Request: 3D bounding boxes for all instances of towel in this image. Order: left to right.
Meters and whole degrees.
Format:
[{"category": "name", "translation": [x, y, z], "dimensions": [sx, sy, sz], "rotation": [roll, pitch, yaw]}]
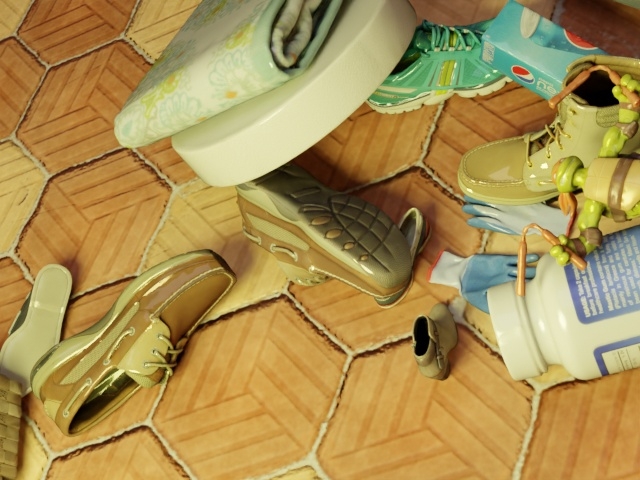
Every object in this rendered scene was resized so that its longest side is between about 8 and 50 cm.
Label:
[{"category": "towel", "translation": [-0.100, -0.296, 1.538], "dimensions": [0.320, 0.090, 0.374], "rotation": [-22, 30, 42]}]

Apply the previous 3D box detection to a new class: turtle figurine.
[{"category": "turtle figurine", "translation": [0.325, -0.044, 1.154], "dimensions": [0.217, 0.087, 0.270], "rotation": [17, 82, 37]}]

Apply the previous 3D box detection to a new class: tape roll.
[{"category": "tape roll", "translation": [-0.041, -0.233, 1.532], "dimensions": [0.392, 0.072, 0.392], "rotation": [-33, 26, 18]}]

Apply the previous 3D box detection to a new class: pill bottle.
[{"category": "pill bottle", "translation": [0.332, 0.067, 1.220], "dimensions": [0.272, 0.152, 0.152], "rotation": [-17, 54, 15]}]

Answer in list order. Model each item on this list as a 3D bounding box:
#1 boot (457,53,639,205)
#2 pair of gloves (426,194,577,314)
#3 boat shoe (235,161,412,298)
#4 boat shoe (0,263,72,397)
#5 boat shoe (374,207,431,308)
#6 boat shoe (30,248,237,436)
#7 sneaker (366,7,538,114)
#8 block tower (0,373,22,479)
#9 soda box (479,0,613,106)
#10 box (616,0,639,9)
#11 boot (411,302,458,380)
[{"category": "boot", "translation": [0.285, -0.131, 1.316], "dimensions": [0.261, 0.203, 0.095], "rotation": [-3, 63, 14]}, {"category": "pair of gloves", "translation": [0.232, 0.001, 1.391], "dimensions": [0.159, 0.023, 0.198], "rotation": [16, 69, 32]}, {"category": "boat shoe", "translation": [0.000, 0.000, 1.450], "dimensions": [0.123, 0.117, 0.324], "rotation": [-13, 33, -33]}, {"category": "boat shoe", "translation": [-0.418, 0.136, 1.606], "dimensions": [0.075, 0.065, 0.206], "rotation": [22, 73, -14]}, {"category": "boat shoe", "translation": [0.103, 0.022, 1.426], "dimensions": [0.049, 0.043, 0.137], "rotation": [18, 70, 31]}, {"category": "boat shoe", "translation": [-0.240, 0.147, 1.476], "dimensions": [0.324, 0.122, 0.120], "rotation": [-39, 57, 9]}, {"category": "sneaker", "translation": [0.177, -0.257, 1.524], "dimensions": [0.275, 0.110, 0.107], "rotation": [-19, 54, 13]}, {"category": "block tower", "translation": [-0.465, 0.330, 1.443], "dimensions": [0.090, 0.097, 0.336], "rotation": [-13, 65, 20]}, {"category": "soda box", "translation": [0.313, -0.224, 1.420], "dimensions": [0.210, 0.067, 0.071], "rotation": [34, 78, 14]}, {"category": "box", "translation": [0.500, -0.430, 1.370], "dimensions": [0.395, 0.097, 0.318], "rotation": [32, 119, 37]}, {"category": "boot", "translation": [0.135, 0.112, 1.326], "dimensions": [0.042, 0.087, 0.119], "rotation": [-14, 55, 19]}]
